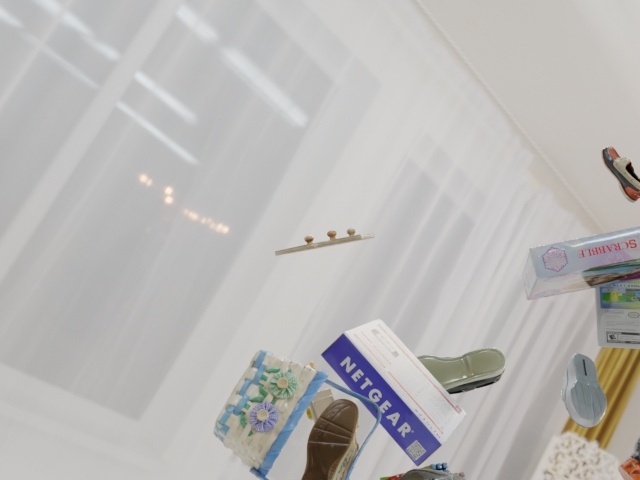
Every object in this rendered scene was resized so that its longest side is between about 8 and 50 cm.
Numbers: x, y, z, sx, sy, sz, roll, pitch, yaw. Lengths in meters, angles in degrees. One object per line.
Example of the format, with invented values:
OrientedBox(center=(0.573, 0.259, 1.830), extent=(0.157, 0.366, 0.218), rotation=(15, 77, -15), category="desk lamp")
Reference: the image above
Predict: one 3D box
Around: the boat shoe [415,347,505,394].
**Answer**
OrientedBox(center=(0.377, 0.402, 2.294), extent=(0.113, 0.340, 0.127), rotation=(68, 8, -51), category="boat shoe")

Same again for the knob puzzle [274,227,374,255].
OrientedBox(center=(0.000, 0.000, 1.545), extent=(0.213, 0.030, 0.213), rotation=(-11, -1, 0), category="knob puzzle")

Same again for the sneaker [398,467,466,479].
OrientedBox(center=(0.194, 0.399, 1.179), extent=(0.106, 0.101, 0.267), rotation=(43, -16, -25), category="sneaker")

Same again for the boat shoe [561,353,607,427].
OrientedBox(center=(0.553, 0.333, 1.643), extent=(0.083, 0.076, 0.226), rotation=(20, 30, 10), category="boat shoe")

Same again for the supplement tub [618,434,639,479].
OrientedBox(center=(0.766, 0.404, 1.506), extent=(0.207, 0.338, 0.207), rotation=(54, -1, 1), category="supplement tub")

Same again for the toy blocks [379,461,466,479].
OrientedBox(center=(0.262, 0.676, 2.046), extent=(0.381, 0.191, 0.261), rotation=(0, -34, -19), category="toy blocks")

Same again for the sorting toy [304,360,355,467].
OrientedBox(center=(0.011, 0.514, 2.194), extent=(0.196, 0.047, 0.348), rotation=(15, 55, -69), category="sorting toy")

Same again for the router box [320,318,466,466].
OrientedBox(center=(0.184, 0.350, 1.874), extent=(0.335, 0.082, 0.301), rotation=(48, 16, 14), category="router box")

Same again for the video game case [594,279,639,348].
OrientedBox(center=(0.840, 0.145, 1.882), extent=(0.329, 0.036, 0.300), rotation=(0, -56, 24), category="video game case")

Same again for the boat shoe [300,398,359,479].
OrientedBox(center=(0.021, 0.503, 1.769), extent=(0.104, 0.285, 0.089), rotation=(14, -16, 29), category="boat shoe")

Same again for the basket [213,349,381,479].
OrientedBox(center=(-0.052, 0.375, 1.538), extent=(0.289, 0.255, 0.201), rotation=(30, -28, 0), category="basket")

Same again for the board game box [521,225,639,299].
OrientedBox(center=(0.584, 0.044, 1.592), extent=(0.318, 0.066, 0.319), rotation=(-12, -14, 10), category="board game box")

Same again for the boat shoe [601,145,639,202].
OrientedBox(center=(0.608, -0.140, 1.552), extent=(0.049, 0.137, 0.043), rotation=(4, -38, -29), category="boat shoe")
